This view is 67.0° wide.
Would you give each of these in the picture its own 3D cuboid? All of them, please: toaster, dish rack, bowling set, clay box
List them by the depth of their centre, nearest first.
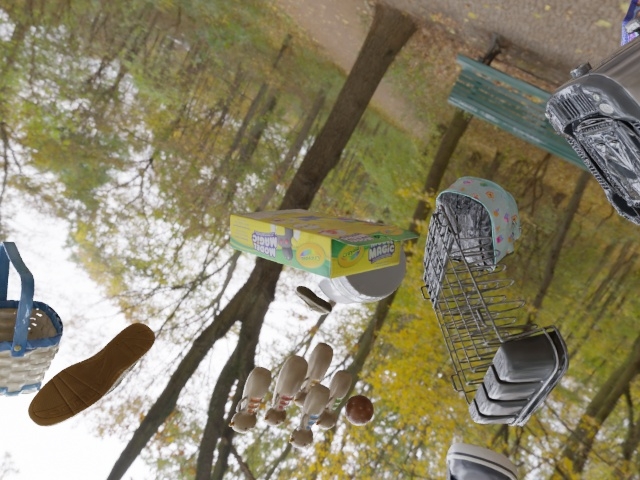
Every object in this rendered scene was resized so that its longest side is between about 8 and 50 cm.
[{"bbox_3d":[0.363,-0.117,0.499,0.227,0.146,0.129,50,-179,-4],"label":"toaster"},{"bbox_3d":[0.000,0.000,0.614,0.128,0.053,0.222,-8,-164,-43],"label":"clay box"},{"bbox_3d":[0.204,0.091,0.645,0.074,0.208,0.271,-8,-130,-5],"label":"dish rack"},{"bbox_3d":[-0.016,0.322,0.907,0.200,0.154,0.287,30,-164,30],"label":"bowling set"}]

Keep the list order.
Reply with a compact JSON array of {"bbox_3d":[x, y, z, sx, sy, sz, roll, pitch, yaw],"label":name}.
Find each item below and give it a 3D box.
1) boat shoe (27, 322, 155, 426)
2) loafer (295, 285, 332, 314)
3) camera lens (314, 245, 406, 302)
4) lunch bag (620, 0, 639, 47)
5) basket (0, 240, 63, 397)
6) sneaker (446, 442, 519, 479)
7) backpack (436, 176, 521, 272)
[{"bbox_3d":[-0.472,0.292,1.025,0.098,0.096,0.277,45,-129,8],"label":"boat shoe"},{"bbox_3d":[-0.028,0.202,1.578,0.148,0.050,0.056,37,-155,-19],"label":"loafer"},{"bbox_3d":[0.113,0.081,1.474,0.220,0.219,0.274,26,165,-11],"label":"camera lens"},{"bbox_3d":[0.695,-0.328,0.913,0.221,0.138,0.293,15,153,33],"label":"lunch bag"},{"bbox_3d":[-0.674,0.168,1.047,0.201,0.288,0.255,-1,-160,-40],"label":"basket"},{"bbox_3d":[0.293,0.484,0.889,0.126,0.127,0.321,5,141,27],"label":"sneaker"},{"bbox_3d":[0.344,-0.049,1.061,0.166,0.144,0.188,28,149,50],"label":"backpack"}]
